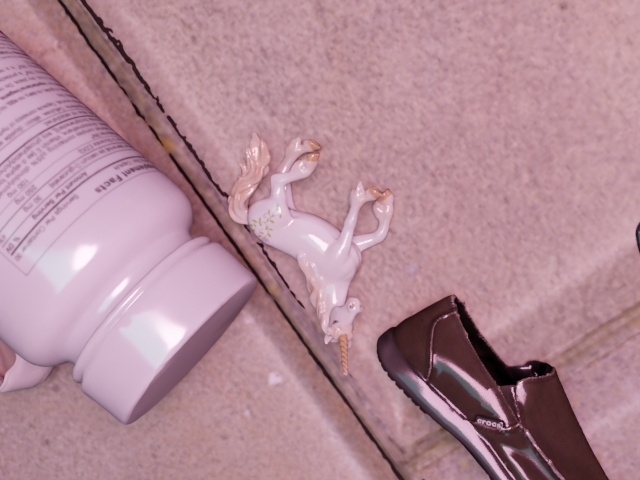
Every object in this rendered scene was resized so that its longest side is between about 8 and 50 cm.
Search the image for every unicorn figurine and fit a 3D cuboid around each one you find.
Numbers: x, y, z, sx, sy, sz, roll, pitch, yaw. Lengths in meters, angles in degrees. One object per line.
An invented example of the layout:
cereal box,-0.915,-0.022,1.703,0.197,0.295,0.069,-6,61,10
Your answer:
unicorn figurine,0.000,0.000,0.638,0.162,0.060,0.111,38,105,23

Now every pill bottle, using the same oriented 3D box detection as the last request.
pill bottle,-0.193,-0.015,0.624,0.283,0.160,0.160,41,105,6

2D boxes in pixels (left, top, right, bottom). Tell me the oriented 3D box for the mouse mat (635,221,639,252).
mouse mat,0.321,0.030,0.585,0.190,0.007,0.152,-18,93,14

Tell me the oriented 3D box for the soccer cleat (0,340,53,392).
soccer cleat,-0.291,0.045,0.699,0.196,0.076,0.068,38,104,6

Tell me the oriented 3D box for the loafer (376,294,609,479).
loafer,0.138,0.122,0.603,0.220,0.080,0.078,42,105,5
